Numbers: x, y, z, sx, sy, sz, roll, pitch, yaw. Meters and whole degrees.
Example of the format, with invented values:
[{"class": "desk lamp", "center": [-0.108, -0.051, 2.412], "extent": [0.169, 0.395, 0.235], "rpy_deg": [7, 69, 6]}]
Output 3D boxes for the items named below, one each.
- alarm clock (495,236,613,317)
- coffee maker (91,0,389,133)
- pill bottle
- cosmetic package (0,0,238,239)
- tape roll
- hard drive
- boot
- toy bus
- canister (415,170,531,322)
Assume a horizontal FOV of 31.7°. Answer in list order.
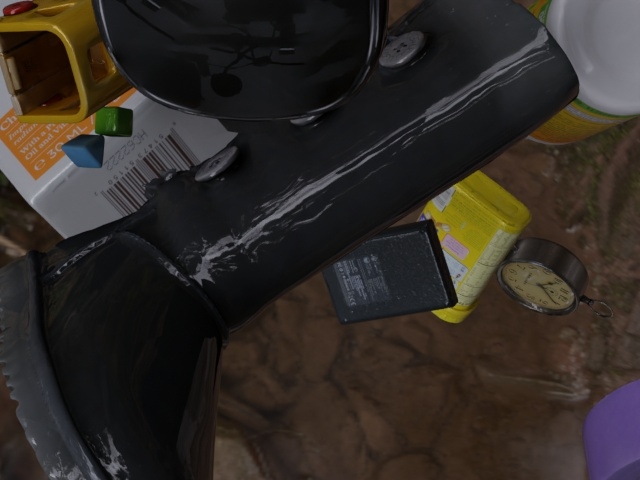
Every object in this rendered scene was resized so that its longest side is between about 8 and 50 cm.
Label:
[{"class": "alarm clock", "center": [0.345, 0.060, 1.658], "extent": [0.192, 0.129, 0.064], "rpy_deg": [32, 63, 8]}, {"class": "coffee maker", "center": [-0.022, -0.150, 0.352], "extent": [0.120, 0.171, 0.178], "rpy_deg": [-17, 33, 18]}, {"class": "pill bottle", "center": [0.236, -0.164, 1.055], "extent": [0.136, 0.245, 0.136], "rpy_deg": [1, 85, -10]}, {"class": "cosmetic package", "center": [-0.298, -0.180, 1.317], "extent": [0.230, 0.161, 0.453], "rpy_deg": [-44, 48, -6]}, {"class": "tape roll", "center": [0.345, 0.205, 1.054], "extent": [0.189, 0.189, 0.080], "rpy_deg": [-22, 44, 24]}, {"class": "hard drive", "center": [0.068, 0.035, 1.183], "extent": [0.135, 0.022, 0.094], "rpy_deg": [-11, 105, 30]}, {"class": "boot", "center": [-0.001, -0.001, 0.799], "extent": [0.445, 0.146, 0.367], "rpy_deg": [-30, 35, -7]}, {"class": "toy bus", "center": [-0.188, -0.177, 0.986], "extent": [0.104, 0.191, 0.202], "rpy_deg": [5, 77, 28]}, {"class": "canister", "center": [0.173, 0.003, 1.414], "extent": [0.126, 0.073, 0.170], "rpy_deg": [40, 128, 15]}]
